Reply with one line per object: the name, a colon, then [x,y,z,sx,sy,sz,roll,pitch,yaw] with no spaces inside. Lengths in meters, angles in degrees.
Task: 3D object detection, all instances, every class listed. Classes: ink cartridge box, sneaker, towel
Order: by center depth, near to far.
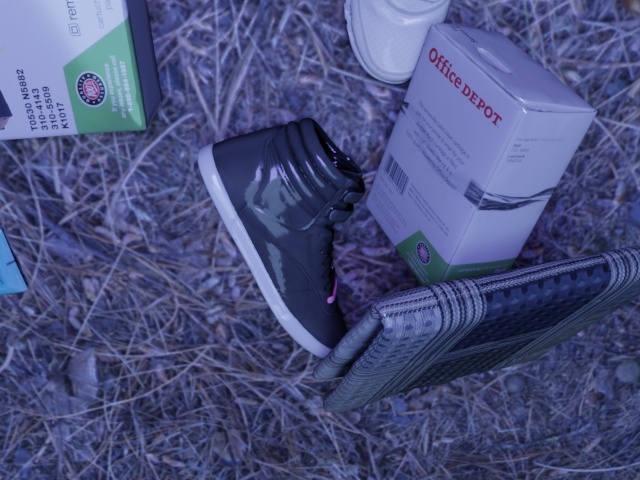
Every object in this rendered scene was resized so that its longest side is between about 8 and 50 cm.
sneaker: [0.093,-0.282,0.649,0.110,0.118,0.291,7,117,-10]
ink cartridge box: [-0.305,-0.200,0.655,0.279,0.117,0.201,-5,116,-2]
ink cartridge box: [0.143,-0.075,0.696,0.093,0.160,0.219,-4,132,-28]
towel: [0.161,0.094,0.758,0.313,0.056,0.324,-11,157,-16]
sneaker: [0.000,0.000,0.783,0.147,0.104,0.295,-24,111,13]

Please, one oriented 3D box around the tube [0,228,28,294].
tube: [-0.448,0.049,0.807,0.207,0.052,0.080,-15,121,-3]
